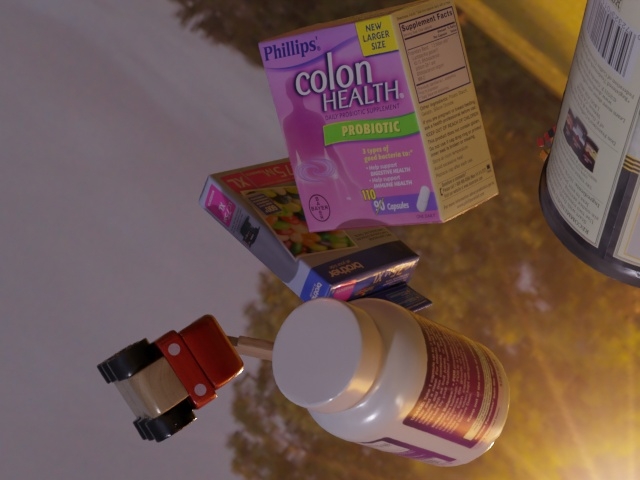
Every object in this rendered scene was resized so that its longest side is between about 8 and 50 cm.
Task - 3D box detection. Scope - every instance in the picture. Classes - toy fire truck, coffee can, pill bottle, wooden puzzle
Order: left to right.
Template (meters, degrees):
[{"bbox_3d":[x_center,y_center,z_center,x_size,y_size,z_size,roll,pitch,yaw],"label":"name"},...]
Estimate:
[{"bbox_3d":[-0.133,0.156,1.654,0.158,0.246,0.217,57,164,-1],"label":"toy fire truck"},{"bbox_3d":[0.082,0.162,1.527,0.301,0.169,0.169,27,-165,-50],"label":"pill bottle"},{"bbox_3d":[0.277,-0.108,1.483,0.006,0.083,0.049,-7,-106,-32],"label":"wooden puzzle"},{"bbox_3d":[0.294,-0.122,1.008,0.201,0.201,0.275,43,148,30],"label":"coffee can"}]

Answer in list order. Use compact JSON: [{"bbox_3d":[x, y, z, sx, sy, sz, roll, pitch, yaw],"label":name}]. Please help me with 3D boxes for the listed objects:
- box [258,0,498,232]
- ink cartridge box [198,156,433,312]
[{"bbox_3d":[0.067,-0.144,1.526,0.214,0.243,0.117,-3,-164,44],"label":"box"},{"bbox_3d":[0.000,0.000,1.788,0.186,0.065,0.311,-16,-130,-44],"label":"ink cartridge box"}]
